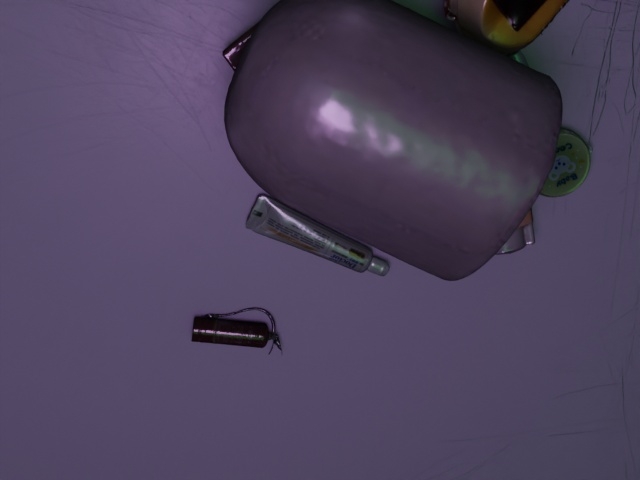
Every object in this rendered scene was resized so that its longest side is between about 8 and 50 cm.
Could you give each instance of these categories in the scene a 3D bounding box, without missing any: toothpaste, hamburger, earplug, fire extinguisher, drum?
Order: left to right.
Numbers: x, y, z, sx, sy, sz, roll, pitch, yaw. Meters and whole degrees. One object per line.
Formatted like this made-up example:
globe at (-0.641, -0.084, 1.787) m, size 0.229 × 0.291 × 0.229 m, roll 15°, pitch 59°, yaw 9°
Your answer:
fire extinguisher at (-0.139, 0.151, 1.416) m, size 0.157 × 0.045 × 0.078 m, roll 7°, pitch 85°, yaw -8°
toothpaste at (0.000, 0.000, 1.383) m, size 0.255 × 0.037 × 0.067 m, roll 24°, pitch 110°, yaw -10°
earplug at (0.072, -0.160, 1.113) m, size 0.394 × 0.313 × 0.313 m, roll 24°, pitch 104°, yaw -11°
hamburger at (0.293, -0.388, 1.255) m, size 0.173 × 0.116 × 0.210 m, roll 35°, pitch 97°, yaw -24°
drum at (0.346, -0.178, 1.359) m, size 0.130 × 0.049 × 0.253 m, roll -41°, pitch 108°, yaw 7°

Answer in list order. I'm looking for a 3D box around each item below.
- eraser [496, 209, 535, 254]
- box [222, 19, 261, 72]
eraser at (0.247, -0.116, 1.348) m, size 0.171 × 0.087 × 0.291 m, roll -12°, pitch 109°, yaw -1°
box at (-0.007, -0.266, 1.269) m, size 0.215 × 0.086 × 0.215 m, roll -37°, pitch 108°, yaw 6°
